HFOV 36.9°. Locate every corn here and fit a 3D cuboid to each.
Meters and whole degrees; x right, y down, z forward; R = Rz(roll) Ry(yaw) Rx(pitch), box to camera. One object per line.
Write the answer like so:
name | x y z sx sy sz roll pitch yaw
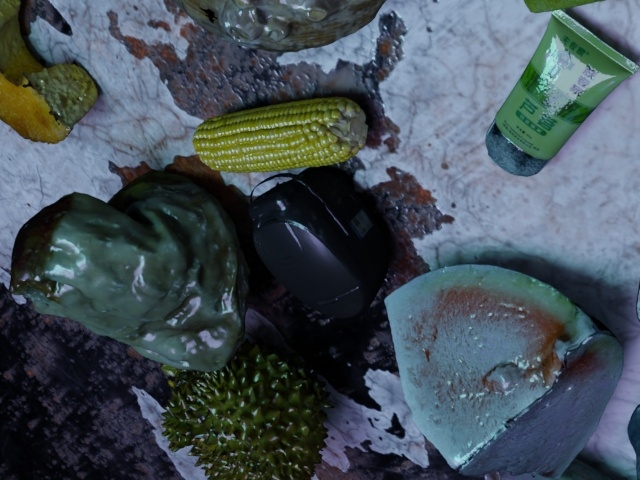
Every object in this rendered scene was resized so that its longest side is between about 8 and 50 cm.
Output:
corn | -0.051 -0.123 1.154 0.248 0.081 0.081 -2 123 42

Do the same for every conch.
conch | -0.082 -0.303 0.939 0.352 0.210 0.297 -30 87 48

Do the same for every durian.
durian | -0.112 0.270 1.451 0.293 0.258 0.258 7 129 49

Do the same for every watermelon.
watermelon | 0.182 0.151 1.094 0.289 0.214 0.320 35 151 15

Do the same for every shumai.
shumai | -0.279 0.057 1.312 0.309 0.263 0.304 -32 73 45

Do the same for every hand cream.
hand cream | 0.222 -0.134 0.936 0.095 0.046 0.175 40 139 9

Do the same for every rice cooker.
rice cooker | -0.001 -0.001 1.190 0.142 0.118 0.203 -17 113 48

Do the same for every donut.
donut | -0.439 -0.249 1.363 0.259 0.101 0.152 52 141 -11

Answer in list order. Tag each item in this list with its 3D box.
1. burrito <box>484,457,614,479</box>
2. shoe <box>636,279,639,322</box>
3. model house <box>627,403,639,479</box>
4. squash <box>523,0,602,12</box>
burrito | 0.320 0.325 1.215 0.229 0.144 0.089 25 93 23
shoe | 0.358 0.006 0.939 0.071 0.049 0.179 25 116 39
model house | 0.415 0.306 0.976 0.253 0.291 0.184 -11 121 46
squash | 0.280 -0.287 0.763 0.111 0.203 0.288 55 175 -15
